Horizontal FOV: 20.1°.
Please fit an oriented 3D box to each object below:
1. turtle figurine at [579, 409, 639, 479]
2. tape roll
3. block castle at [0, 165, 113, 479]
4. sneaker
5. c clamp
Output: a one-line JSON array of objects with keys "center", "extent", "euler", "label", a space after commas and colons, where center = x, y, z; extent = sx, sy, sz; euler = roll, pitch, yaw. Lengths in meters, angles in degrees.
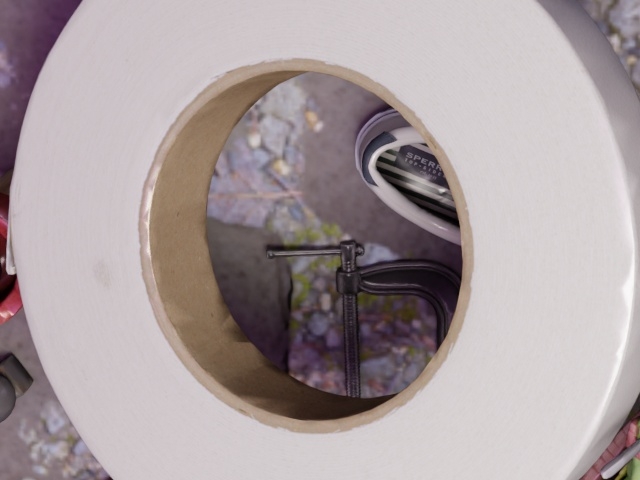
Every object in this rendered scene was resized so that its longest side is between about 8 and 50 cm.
[{"center": [0.278, 0.145, 1.065], "extent": [0.198, 0.275, 0.266], "euler": [44, 71, 9], "label": "turtle figurine"}, {"center": [0.000, 0.000, 1.014], "extent": [0.392, 0.072, 0.392], "euler": [4, 100, 27], "label": "tape roll"}, {"center": [-0.300, 0.178, 1.244], "extent": [0.453, 0.213, 0.303], "euler": [-34, 100, 16], "label": "block castle"}, {"center": [0.142, -0.013, 1.188], "extent": [0.258, 0.091, 0.094], "euler": [17, 109, 2], "label": "sneaker"}, {"center": [0.041, 0.073, 1.270], "extent": [0.137, 0.022, 0.161], "euler": [-7, 105, 4], "label": "c clamp"}]
